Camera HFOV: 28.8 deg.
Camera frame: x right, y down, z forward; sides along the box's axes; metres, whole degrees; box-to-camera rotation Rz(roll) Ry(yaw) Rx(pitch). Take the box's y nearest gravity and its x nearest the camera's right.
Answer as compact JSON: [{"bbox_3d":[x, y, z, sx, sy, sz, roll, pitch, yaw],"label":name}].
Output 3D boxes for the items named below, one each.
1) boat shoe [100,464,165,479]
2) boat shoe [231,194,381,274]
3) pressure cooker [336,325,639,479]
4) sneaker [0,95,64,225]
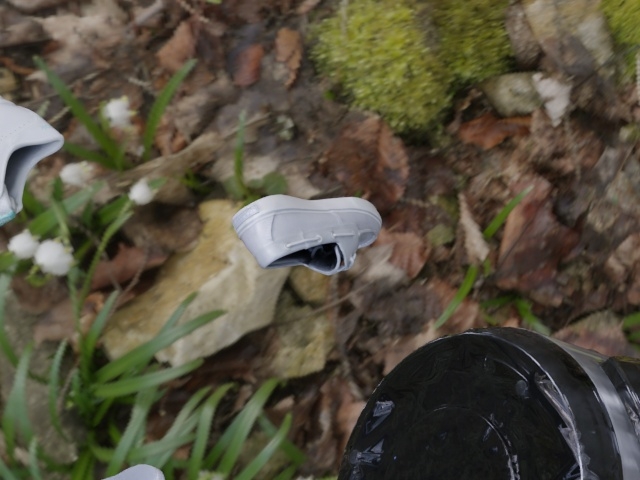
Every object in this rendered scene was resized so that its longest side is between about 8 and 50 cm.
[{"bbox_3d":[-0.189,0.254,1.267,0.100,0.035,0.035,-24,51,32],"label":"boat shoe"},{"bbox_3d":[0.000,0.000,1.072,0.066,0.184,0.063,-32,71,24],"label":"boat shoe"},{"bbox_3d":[0.269,0.294,1.289,0.375,0.420,0.369,16,87,55],"label":"pressure cooker"},{"bbox_3d":[-0.285,-0.023,0.976,0.094,0.080,0.212,23,67,23],"label":"sneaker"}]
